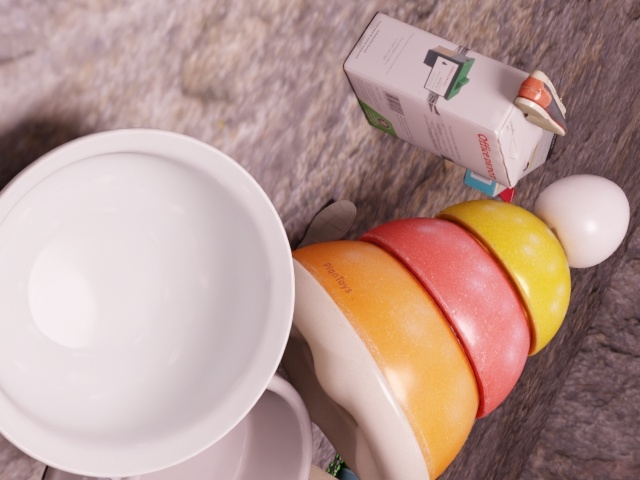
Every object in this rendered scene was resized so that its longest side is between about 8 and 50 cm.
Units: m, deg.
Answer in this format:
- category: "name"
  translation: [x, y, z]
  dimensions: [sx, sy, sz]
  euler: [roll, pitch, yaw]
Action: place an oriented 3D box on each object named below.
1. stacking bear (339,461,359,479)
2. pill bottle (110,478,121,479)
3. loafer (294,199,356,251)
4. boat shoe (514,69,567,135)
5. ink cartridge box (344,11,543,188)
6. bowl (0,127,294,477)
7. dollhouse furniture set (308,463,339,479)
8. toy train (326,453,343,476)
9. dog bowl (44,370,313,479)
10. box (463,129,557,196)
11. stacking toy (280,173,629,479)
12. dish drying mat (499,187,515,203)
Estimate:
- category: "stacking bear"
  translation: [0.128, 0.372, 2.113]
  dimensions: [0.175, 0.164, 0.289]
  euler: [32, 74, -61]
- category: "pill bottle"
  translation: [-0.175, 0.111, 1.228]
  dimensions: [0.245, 0.136, 0.136]
  euler: [-57, 156, -15]
- category: "loafer"
  translation: [0.000, 0.000, 1.608]
  dimensions: [0.125, 0.045, 0.039]
  euler: [-51, 172, -12]
- category: "boat shoe"
  translation: [0.261, -0.157, 1.427]
  dimensions: [0.137, 0.049, 0.043]
  euler: [27, 85, -62]
- category: "ink cartridge box"
  translation: [0.156, -0.171, 1.520]
  dimensions: [0.092, 0.219, 0.160]
  euler: [-58, 157, -12]
- category: "bowl"
  translation: [-0.183, 0.045, 1.076]
  dimensions: [0.298, 0.134, 0.297]
  euler: [-5, 101, -27]
- category: "dollhouse furniture set"
  translation: [-0.066, 0.417, 1.787]
  dimensions: [0.183, 0.129, 0.129]
  euler: [-49, 153, -26]
- category: "toy train"
  translation: [0.023, 0.387, 2.083]
  dimensions: [0.083, 0.017, 0.023]
  euler: [-58, 167, -12]
- category: "dog bowl"
  translation: [-0.146, 0.276, 1.398]
  dimensions: [0.349, 0.102, 0.348]
  euler: [-25, 127, -39]
- category: "box"
  translation: [0.336, -0.163, 2.106]
  dimensions: [0.244, 0.060, 0.100]
  euler: [-31, 141, -52]
- category: "stacking toy"
  translation: [0.189, 0.069, 1.504]
  dimensions: [0.480, 0.350, 0.350]
  euler: [-30, 147, -12]
- category: "dish drying mat"
  translation: [0.345, -0.089, 2.269]
  dimensions: [0.032, 0.008, 0.083]
  euler: [-62, 157, -2]
